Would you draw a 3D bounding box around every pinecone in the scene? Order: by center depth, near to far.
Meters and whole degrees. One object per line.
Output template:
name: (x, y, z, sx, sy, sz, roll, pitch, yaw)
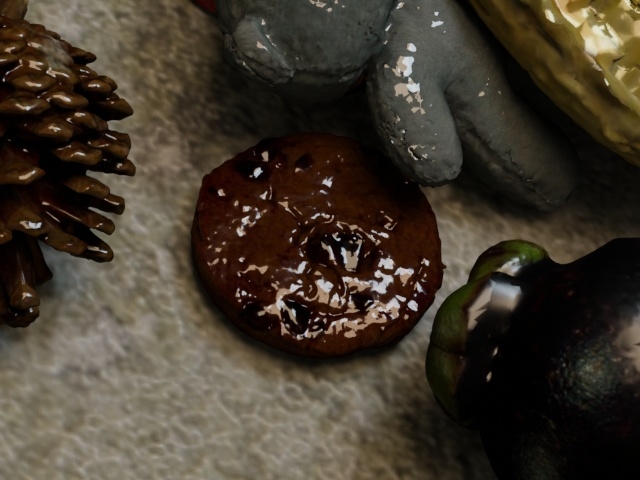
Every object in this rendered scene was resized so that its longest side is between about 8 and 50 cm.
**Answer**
pinecone: (-0.212, -0.053, 1.163, 0.185, 0.169, 0.212, 1, 59, -25)

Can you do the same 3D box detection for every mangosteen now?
mangosteen: (0.188, 0.092, 1.194, 0.242, 0.243, 0.243, 9, 59, -14)

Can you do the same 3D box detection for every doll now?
doll: (0.051, -0.131, 1.335, 0.340, 0.158, 0.246, 34, 42, -33)

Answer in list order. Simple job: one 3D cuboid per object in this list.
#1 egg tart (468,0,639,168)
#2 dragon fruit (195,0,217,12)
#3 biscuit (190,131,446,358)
egg tart: (0.287, -0.235, 1.387, 0.443, 0.178, 0.443, 24, 45, -26)
dragon fruit: (-0.078, -0.217, 1.374, 0.060, 0.056, 0.083, -8, 65, -24)
biscuit: (0.000, 0.000, 1.279, 0.192, 0.049, 0.192, 10, 53, -14)
